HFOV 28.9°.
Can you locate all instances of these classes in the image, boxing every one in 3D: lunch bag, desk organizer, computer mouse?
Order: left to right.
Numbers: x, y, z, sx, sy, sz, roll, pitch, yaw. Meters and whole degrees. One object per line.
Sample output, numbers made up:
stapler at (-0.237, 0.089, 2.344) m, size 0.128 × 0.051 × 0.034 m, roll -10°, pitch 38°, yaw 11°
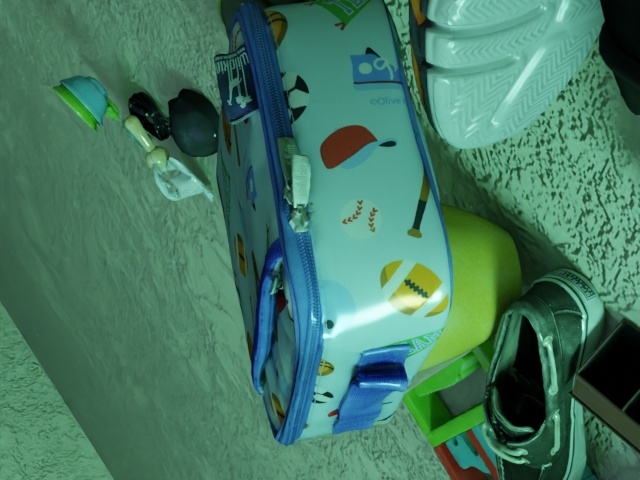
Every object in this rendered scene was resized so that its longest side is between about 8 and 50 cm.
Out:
computer mouse at (-0.171, -0.131, 1.377) m, size 0.242 × 0.041 × 0.071 m, roll 18°, pitch 132°, yaw 60°
lunch bag at (0.000, 0.000, 0.792) m, size 0.303 × 0.115 × 0.243 m, roll 100°, pitch 162°, yaw -67°
desk organizer at (0.225, 0.112, 0.805) m, size 0.130 × 0.047 × 0.050 m, roll 42°, pitch 148°, yaw 39°

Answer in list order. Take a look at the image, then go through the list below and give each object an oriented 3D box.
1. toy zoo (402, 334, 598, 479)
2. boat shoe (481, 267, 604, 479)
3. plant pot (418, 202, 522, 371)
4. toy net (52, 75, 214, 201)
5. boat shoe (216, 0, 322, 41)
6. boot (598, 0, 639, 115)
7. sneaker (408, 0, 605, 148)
toy zoo at (0.178, 0.218, 1.044) m, size 0.293 × 0.030 × 0.192 m, roll 59°, pitch 157°, yaw 8°
boat shoe at (0.148, 0.122, 0.901) m, size 0.078 × 0.070 × 0.219 m, roll 30°, pitch 134°, yaw 38°
plant pot at (0.091, 0.028, 0.906) m, size 0.134 × 0.095 × 0.134 m, roll 174°, pitch 90°, yaw -81°
toy net at (-0.211, -0.105, 1.438) m, size 0.232 × 0.045 × 0.122 m, roll 43°, pitch 172°, yaw 19°
boat shoe at (-0.017, -0.169, 0.831) m, size 0.305 × 0.109 × 0.091 m, roll 88°, pitch -179°, yaw -81°
boot at (0.178, -0.134, 0.433) m, size 0.348 × 0.131 × 0.260 m, roll 28°, pitch 157°, yaw 54°
sneaker at (0.075, -0.220, 0.684) m, size 0.180 × 0.124 × 0.321 m, roll 45°, pitch 141°, yaw 44°
